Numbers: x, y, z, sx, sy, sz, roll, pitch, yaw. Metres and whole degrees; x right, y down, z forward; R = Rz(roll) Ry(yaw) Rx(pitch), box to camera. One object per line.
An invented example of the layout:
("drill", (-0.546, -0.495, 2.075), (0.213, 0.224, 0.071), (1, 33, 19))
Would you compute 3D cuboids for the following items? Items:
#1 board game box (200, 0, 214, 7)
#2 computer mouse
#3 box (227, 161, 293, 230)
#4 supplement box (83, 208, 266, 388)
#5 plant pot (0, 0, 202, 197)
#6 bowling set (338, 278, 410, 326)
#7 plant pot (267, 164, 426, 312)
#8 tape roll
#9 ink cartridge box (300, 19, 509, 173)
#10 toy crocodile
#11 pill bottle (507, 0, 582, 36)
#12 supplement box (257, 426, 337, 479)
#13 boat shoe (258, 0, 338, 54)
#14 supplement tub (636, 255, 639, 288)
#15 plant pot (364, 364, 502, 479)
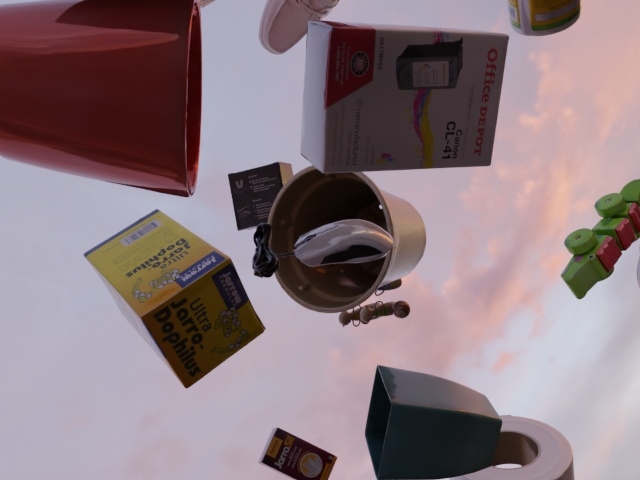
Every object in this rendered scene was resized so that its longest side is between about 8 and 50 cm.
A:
("board game box", (-0.177, -0.557, 0.769), (0.356, 0.356, 0.356), (-27, -84, -64))
("computer mouse", (0.000, 0.000, 0.834), (0.193, 0.106, 0.042), (-8, -58, 6))
("box", (-0.150, -0.118, 1.673), (0.093, 0.156, 0.158), (-9, -91, -68))
("supplement box", (-0.307, 0.103, 1.276), (0.195, 0.356, 0.194), (-36, -55, -21))
("plant pot", (-0.284, -0.195, 0.811), (0.243, 0.275, 0.275), (3, -64, -8))
("bowling set", (0.159, 0.161, 1.843), (0.154, 0.200, 0.287), (-10, -65, -22))
("plant pot", (0.093, -0.007, 1.495), (0.305, 0.334, 0.334), (-1, -66, -56))
("tape roll", (0.437, 0.523, 1.443), (0.286, 0.286, 0.100), (-22, -71, -37))
("ink cartridge box", (0.132, -0.234, 1.017), (0.306, 0.131, 0.226), (-4, -68, -17))
("toy crocodile", (0.650, -0.007, 1.393), (0.340, 0.105, 0.115), (-44, -71, -23))
("pill bottle", (0.411, -0.522, 1.159), (0.136, 0.136, 0.246), (-43, -44, -20))
("supplement box", (-0.063, 0.601, 1.706), (0.104, 0.188, 0.081), (-64, 3, -23))
("boat shoe", (-0.011, -0.454, 1.136), (0.098, 0.096, 0.277), (25, -69, -39))
("supplement tub", (0.626, 0.062, 0.950), (0.191, 0.191, 0.272), (-64, -2, 4))
("plant pot", (0.225, 0.368, 1.244), (0.234, 0.166, 0.165), (7, -76, -7))
